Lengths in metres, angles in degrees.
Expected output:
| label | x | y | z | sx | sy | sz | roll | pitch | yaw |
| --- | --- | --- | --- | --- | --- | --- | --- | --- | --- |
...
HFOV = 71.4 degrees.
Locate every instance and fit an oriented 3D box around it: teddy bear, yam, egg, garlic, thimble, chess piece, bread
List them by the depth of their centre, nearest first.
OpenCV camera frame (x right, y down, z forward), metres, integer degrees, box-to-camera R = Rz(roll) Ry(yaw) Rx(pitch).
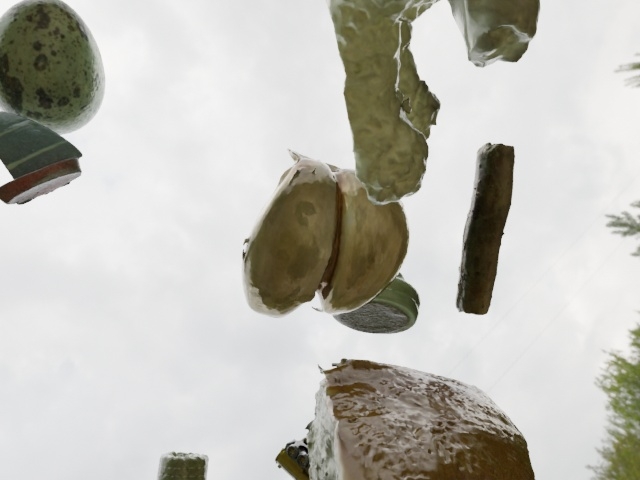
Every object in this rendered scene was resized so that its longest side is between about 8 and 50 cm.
| label | x | y | z | sx | sy | sz | roll | pitch | yaw |
| --- | --- | --- | --- | --- | --- | --- | --- | --- | --- |
| teddy bear | 0.181 | -0.240 | 0.365 | 0.327 | 0.361 | 0.376 | -66 | -38 | -48 |
| bread | 0.122 | 0.281 | 0.484 | 0.278 | 0.250 | 0.225 | 10 | -79 | -13 |
| egg | -0.341 | -0.215 | 0.559 | 0.132 | 0.132 | 0.172 | 5 | -50 | -33 |
| thimble | -0.243 | 0.409 | 0.785 | 0.084 | 0.110 | 0.062 | 10 | -112 | -18 |
| yam | 0.293 | -0.013 | 0.798 | 0.071 | 0.067 | 0.318 | 3 | -75 | 1 |
| garlic | 0.000 | 0.000 | 0.809 | 0.286 | 0.249 | 0.313 | 24 | -103 | -34 |
| chess piece | 0.130 | 0.042 | 1.018 | 0.194 | 0.194 | 0.299 | 36 | -132 | -34 |

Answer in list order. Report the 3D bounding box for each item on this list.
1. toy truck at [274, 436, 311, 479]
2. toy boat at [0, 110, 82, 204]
| label | x | y | z | sx | sy | sz | roll | pitch | yaw |
| --- | --- | --- | --- | --- | --- | --- | --- | --- | --- |
| toy truck | -0.017 | 0.383 | 0.741 | 0.052 | 0.123 | 0.063 | 9 | -71 | -60 |
| toy boat | -0.327 | -0.106 | 0.484 | 0.096 | 0.034 | 0.122 | -32 | -96 | -26 |
